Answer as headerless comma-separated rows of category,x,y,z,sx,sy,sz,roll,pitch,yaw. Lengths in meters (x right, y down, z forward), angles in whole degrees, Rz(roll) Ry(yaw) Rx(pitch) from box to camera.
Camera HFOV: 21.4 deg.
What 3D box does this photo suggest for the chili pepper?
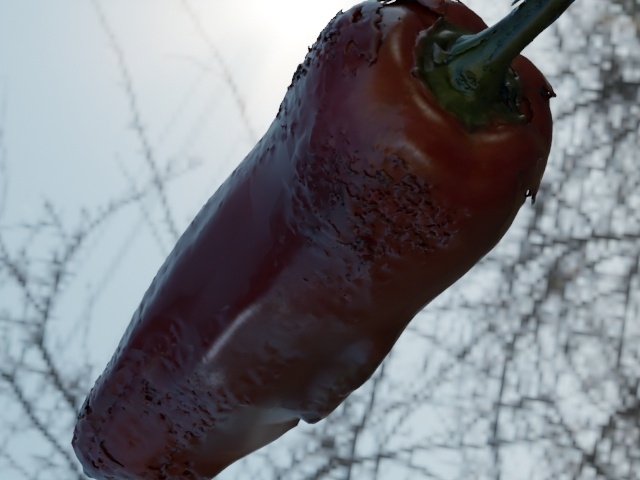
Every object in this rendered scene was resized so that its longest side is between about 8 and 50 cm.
chili pepper,0.000,0.000,0.713,0.387,0.110,0.110,-49,4,40
